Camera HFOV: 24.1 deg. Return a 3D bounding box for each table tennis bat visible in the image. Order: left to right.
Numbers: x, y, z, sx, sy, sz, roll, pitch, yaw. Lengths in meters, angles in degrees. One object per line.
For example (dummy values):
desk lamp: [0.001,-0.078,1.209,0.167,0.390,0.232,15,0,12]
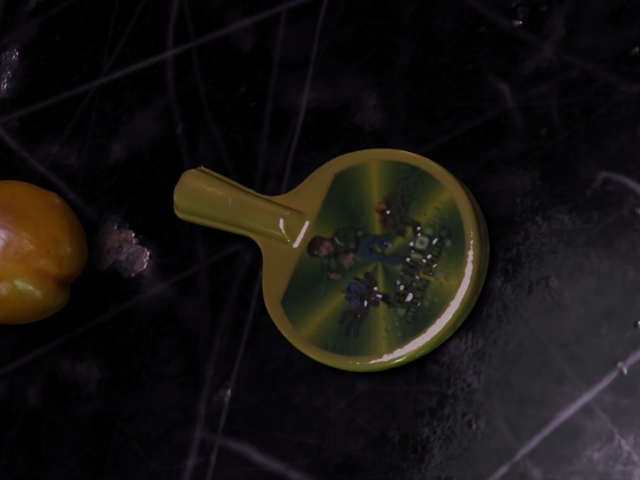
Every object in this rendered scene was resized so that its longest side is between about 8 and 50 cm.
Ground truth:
table tennis bat: [0.000,0.000,1.312,0.320,0.050,0.198,20,79,31]

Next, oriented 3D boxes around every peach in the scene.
peach: [-0.287,0.014,1.417,0.138,0.138,0.138,-13,60,24]
